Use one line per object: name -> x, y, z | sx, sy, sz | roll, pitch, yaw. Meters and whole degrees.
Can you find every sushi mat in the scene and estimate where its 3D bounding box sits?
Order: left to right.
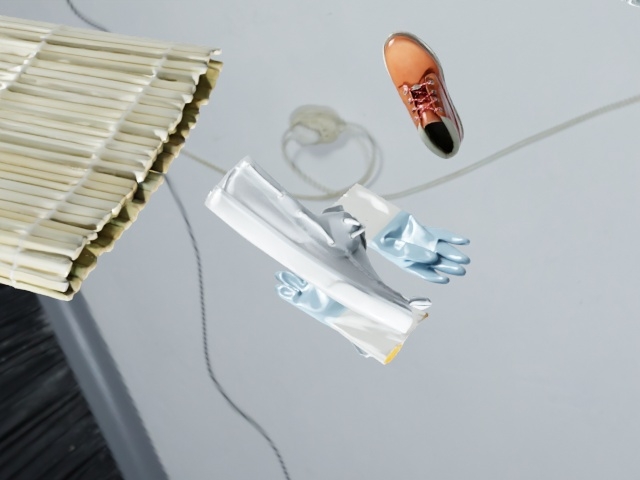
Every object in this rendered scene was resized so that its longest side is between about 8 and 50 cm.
sushi mat -> -0.217, -0.067, 0.413 | 0.317, 0.151, 0.019 | 12, 141, 14

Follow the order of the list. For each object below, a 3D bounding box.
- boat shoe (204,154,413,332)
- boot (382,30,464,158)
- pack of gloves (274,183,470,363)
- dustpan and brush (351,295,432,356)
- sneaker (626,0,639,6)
boat shoe -> 0.000, 0.000, 0.656 | 0.184, 0.066, 0.063 | 34, 86, 19
boot -> 0.119, -0.166, 0.990 | 0.059, 0.084, 0.157 | -27, 104, 19
pack of gloves -> 0.066, 0.042, 1.091 | 0.232, 0.195, 0.046 | 29, 156, 41
dustpan and brush -> 0.095, 0.098, 1.254 | 0.060, 0.211, 0.147 | -46, 61, 19
sneaker -> 0.152, -0.222, 0.582 | 0.191, 0.083, 0.071 | 40, 95, -10
